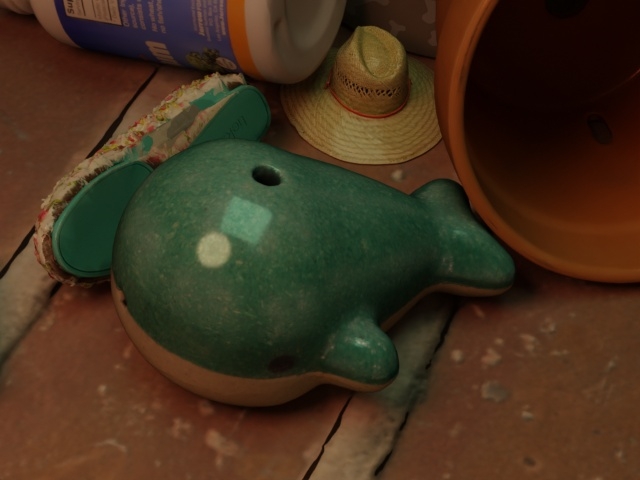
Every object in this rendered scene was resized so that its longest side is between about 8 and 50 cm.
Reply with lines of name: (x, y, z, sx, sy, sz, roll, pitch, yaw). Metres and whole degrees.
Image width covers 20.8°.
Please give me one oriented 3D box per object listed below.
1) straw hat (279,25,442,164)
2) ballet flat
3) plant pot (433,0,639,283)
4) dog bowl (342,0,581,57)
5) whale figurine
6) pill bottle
straw hat: (0.039, -0.128, 1.328, 0.145, 0.061, 0.144, 3, 45, -3)
ballet flat: (-0.127, -0.040, 1.221, 0.077, 0.091, 0.241, 1, 29, 41)
plant pot: (0.203, -0.145, 1.229, 0.291, 0.290, 0.203, -5, 29, -12)
dog bowl: (0.127, -0.280, 1.465, 0.349, 0.102, 0.348, 4, 45, -4)
whale figurine: (0.000, 0.000, 1.134, 0.272, 0.141, 0.216, -10, 48, -23)
pill bottle: (-0.128, -0.211, 1.317, 0.272, 0.152, 0.152, 12, 43, 23)
